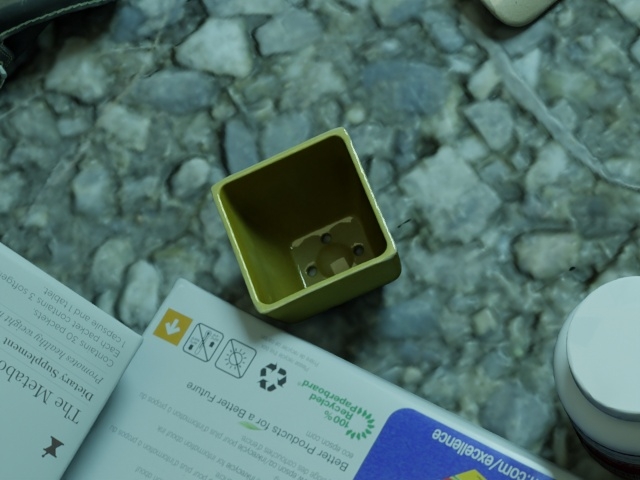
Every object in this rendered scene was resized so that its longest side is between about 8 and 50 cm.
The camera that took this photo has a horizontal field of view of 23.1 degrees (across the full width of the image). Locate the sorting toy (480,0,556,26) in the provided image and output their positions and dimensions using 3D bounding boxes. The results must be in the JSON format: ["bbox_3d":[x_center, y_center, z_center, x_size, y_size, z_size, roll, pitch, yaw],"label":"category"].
[{"bbox_3d":[0.121,-0.258,0.942,0.193,0.038,0.208,-39,68,0],"label":"sorting toy"}]

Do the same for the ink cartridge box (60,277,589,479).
[{"bbox_3d":[-0.025,0.212,0.796,0.304,0.072,0.307,26,76,21],"label":"ink cartridge box"}]

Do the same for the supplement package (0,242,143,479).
[{"bbox_3d":[-0.226,0.121,0.813,0.139,0.134,0.244,35,70,-18],"label":"supplement package"}]

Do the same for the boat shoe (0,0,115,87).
[{"bbox_3d":[-0.226,-0.123,0.981,0.233,0.084,0.079,-19,107,1],"label":"boat shoe"}]

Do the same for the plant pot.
[{"bbox_3d":[0.000,0.000,0.868,0.081,0.083,0.081,-24,69,7],"label":"plant pot"}]

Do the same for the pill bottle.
[{"bbox_3d":[0.160,0.068,0.769,0.086,0.152,0.086,-4,72,13],"label":"pill bottle"}]
